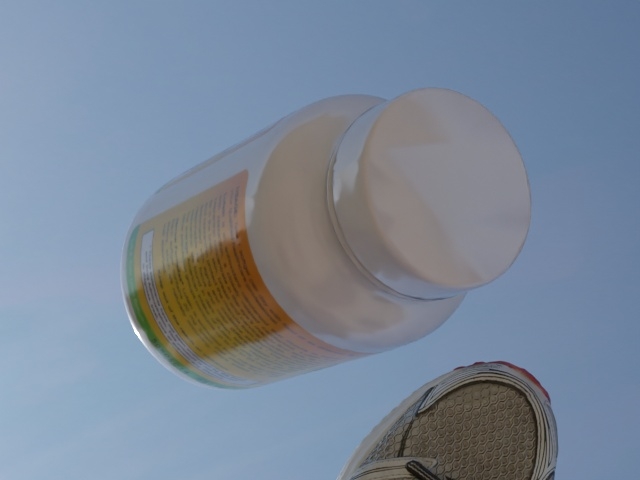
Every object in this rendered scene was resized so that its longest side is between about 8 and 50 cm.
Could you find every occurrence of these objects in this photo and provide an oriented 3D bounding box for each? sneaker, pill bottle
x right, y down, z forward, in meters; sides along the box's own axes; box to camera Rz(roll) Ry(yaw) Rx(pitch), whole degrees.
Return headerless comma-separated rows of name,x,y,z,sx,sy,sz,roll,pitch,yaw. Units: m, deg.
sneaker,0.024,0.144,0.599,0.088,0.093,0.225,34,-104,4
pill bottle,0.000,0.000,0.846,0.245,0.136,0.136,-22,-100,56
